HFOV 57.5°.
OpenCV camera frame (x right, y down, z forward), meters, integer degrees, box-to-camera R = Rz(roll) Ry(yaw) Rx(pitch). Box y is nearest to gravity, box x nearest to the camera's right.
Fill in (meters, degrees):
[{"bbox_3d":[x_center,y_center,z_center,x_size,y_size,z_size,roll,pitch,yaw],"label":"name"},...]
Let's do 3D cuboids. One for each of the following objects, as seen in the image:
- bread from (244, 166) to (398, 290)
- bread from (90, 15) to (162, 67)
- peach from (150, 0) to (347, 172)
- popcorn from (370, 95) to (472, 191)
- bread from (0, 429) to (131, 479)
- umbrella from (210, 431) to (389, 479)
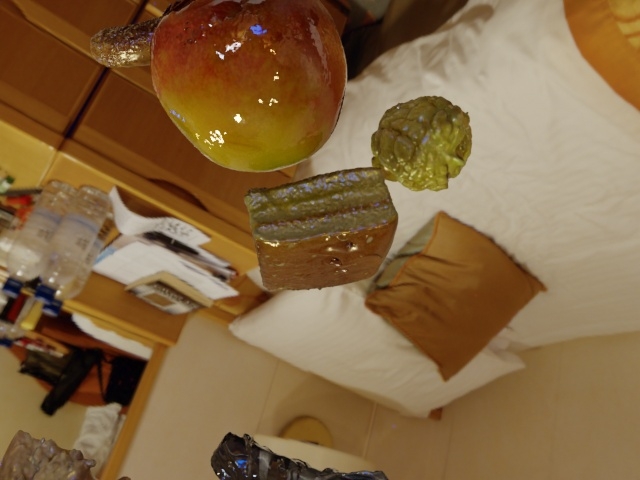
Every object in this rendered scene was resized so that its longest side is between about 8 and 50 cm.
[{"bbox_3d":[0.000,0.000,0.804,0.184,0.110,0.234,-9,163,-4],"label":"bread"},{"bbox_3d":[-0.283,-0.332,0.954,0.193,0.193,0.063,5,122,23],"label":"bread"},{"bbox_3d":[-0.083,-0.198,0.693,0.231,0.230,0.231,14,154,7],"label":"peach"},{"bbox_3d":[0.225,-0.225,1.319,0.237,0.251,0.205,-25,115,-4],"label":"popcorn"},{"bbox_3d":[-0.312,0.386,0.689,0.184,0.211,0.224,14,129,-12],"label":"bread"},{"bbox_3d":[0.002,0.193,0.447,0.188,0.050,0.046,14,-173,22],"label":"umbrella"}]
